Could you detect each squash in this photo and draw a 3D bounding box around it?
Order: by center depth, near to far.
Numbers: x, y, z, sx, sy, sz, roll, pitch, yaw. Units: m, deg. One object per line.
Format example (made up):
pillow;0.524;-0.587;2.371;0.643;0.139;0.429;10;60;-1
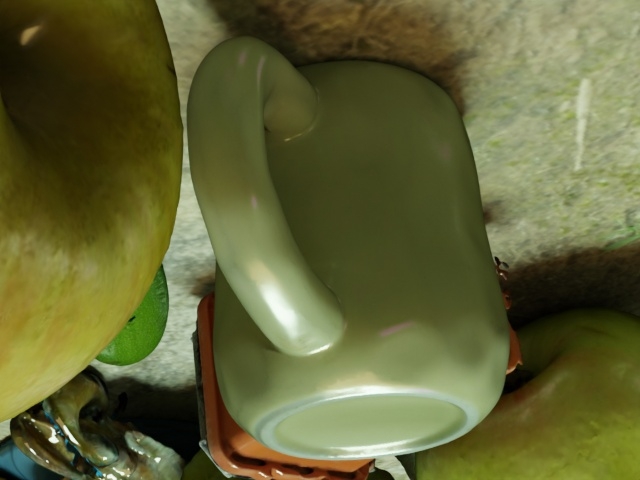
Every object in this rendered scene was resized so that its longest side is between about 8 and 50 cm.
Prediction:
squash;-0.153;0.019;0.790;0.082;0.082;0.292;-5;152;-1

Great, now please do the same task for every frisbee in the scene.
frisbee;-0.231;0.271;1.301;0.290;0.049;0.289;-4;153;-2

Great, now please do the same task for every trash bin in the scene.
trash bin;0.034;0.090;0.886;0.184;0.161;0.239;19;141;-39

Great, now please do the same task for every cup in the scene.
cup;0.020;0.000;0.651;0.173;0.202;0.255;-4;152;-3

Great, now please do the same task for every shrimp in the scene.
shrimp;-0.209;0.273;1.184;0.221;0.110;0.445;-5;140;10

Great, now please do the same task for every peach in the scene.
peach;0.247;0.212;1.013;0.316;0.281;0.314;36;159;-9

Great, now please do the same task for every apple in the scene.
apple;-0.191;-0.053;0.436;0.233;0.286;0.286;-9;154;24

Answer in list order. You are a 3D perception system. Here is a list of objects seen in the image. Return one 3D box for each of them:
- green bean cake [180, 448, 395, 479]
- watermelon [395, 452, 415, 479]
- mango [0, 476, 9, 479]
green bean cake;-0.012;0.301;1.103;0.236;0.124;0.233;13;137;38
watermelon;0.195;0.298;1.244;0.250;0.292;0.283;22;154;11
mango;-0.482;0.320;1.231;0.359;0.144;0.187;-8;126;-9
